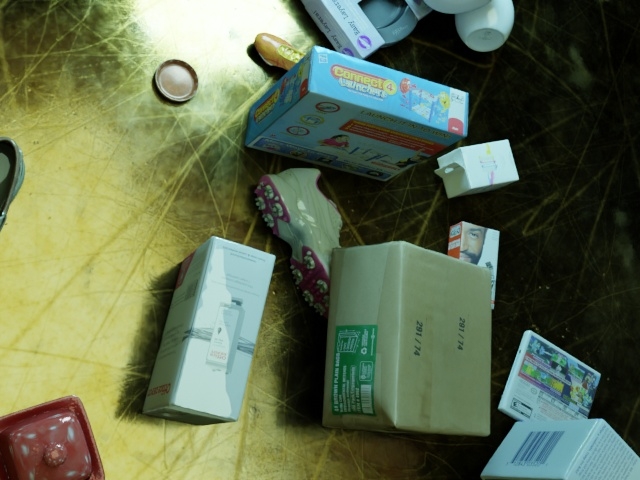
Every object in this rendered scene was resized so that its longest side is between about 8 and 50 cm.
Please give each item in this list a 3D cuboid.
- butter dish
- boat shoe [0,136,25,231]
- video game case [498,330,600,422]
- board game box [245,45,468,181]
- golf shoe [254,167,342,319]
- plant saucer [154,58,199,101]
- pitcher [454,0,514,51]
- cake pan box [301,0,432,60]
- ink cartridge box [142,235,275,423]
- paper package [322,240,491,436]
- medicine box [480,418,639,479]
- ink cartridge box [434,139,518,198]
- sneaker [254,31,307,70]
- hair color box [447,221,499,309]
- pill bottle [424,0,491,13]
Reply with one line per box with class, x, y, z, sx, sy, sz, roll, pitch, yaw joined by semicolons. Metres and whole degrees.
butter dish;-0.420;0.333;1.433;0.160;0.118;0.160;-16;85;-27
boat shoe;-0.561;-0.028;1.453;0.123;0.116;0.324;22;69;-19
video game case;0.478;0.313;1.916;0.201;0.023;0.183;31;67;-15
board game box;0.059;-0.219;1.688;0.308;0.302;0.086;13;73;-23
golf shoe;0.000;0.000;1.718;0.140;0.115;0.306;-26;91;-31
plant saucer;-0.267;-0.297;1.715;0.084;0.013;0.083;6;76;-24
pitcher;0.328;-0.520;2.001;0.178;0.125;0.207;4;64;-3
cake pan box;0.083;-0.518;1.904;0.246;0.070;0.266;-38;96;-25
ink cartridge box;-0.188;0.159;1.534;0.117;0.207;0.283;18;71;-19
paper package;0.162;0.184;1.662;0.310;0.168;0.324;17;71;-45
medicine box;0.502;0.490;1.748;0.289;0.263;0.149;46;64;-9
ink cartridge box;0.318;-0.146;1.911;0.143;0.092;0.089;-12;84;-26
sneaker;-0.050;-0.355;1.802;0.175;0.067;0.064;31;68;-14
hair color box;0.308;0.055;1.880;0.093;0.053;0.167;13;71;-21
pill bottle;0.269;-0.652;1.923;0.188;0.188;0.333;8;54;-23
